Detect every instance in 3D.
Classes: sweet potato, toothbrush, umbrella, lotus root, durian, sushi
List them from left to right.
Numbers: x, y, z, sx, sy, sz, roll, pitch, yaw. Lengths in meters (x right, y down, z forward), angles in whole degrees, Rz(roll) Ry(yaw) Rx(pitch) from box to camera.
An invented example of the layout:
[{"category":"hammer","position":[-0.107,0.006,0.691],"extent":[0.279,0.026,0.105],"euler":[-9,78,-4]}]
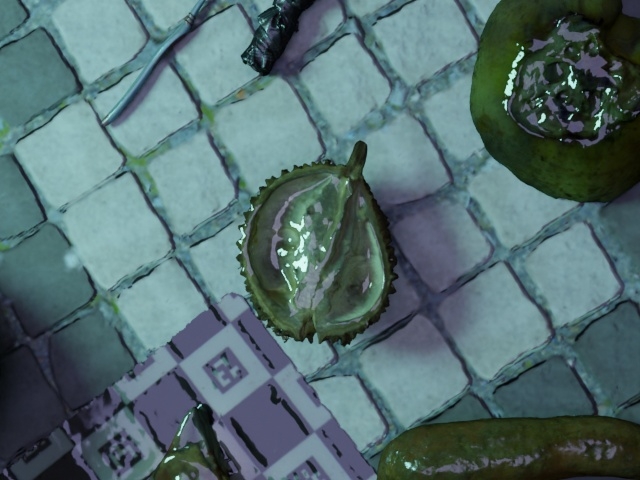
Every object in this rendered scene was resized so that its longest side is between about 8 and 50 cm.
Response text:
[{"category":"toothbrush","position":[-0.136,-0.177,1.434],"extent":[0.019,0.013,0.193],"euler":[42,93,-3]},{"category":"sushi","position":[-0.117,0.287,1.402],"extent":[0.359,0.064,0.343],"euler":[-38,85,5]},{"category":"umbrella","position":[-0.025,-0.215,1.409],"extent":[0.037,0.040,0.144],"euler":[30,92,15]},{"category":"durian","position":[0.000,0.000,1.380],"extent":[0.148,0.091,0.189],"euler":[22,88,-6]},{"category":"sweet potato","position":[0.183,0.186,1.369],"extent":[0.273,0.075,0.075],"euler":[-5,89,2]},{"category":"lotus root","position":[0.223,-0.138,1.363],"extent":[0.183,0.078,0.204],"euler":[9,89,6]}]
